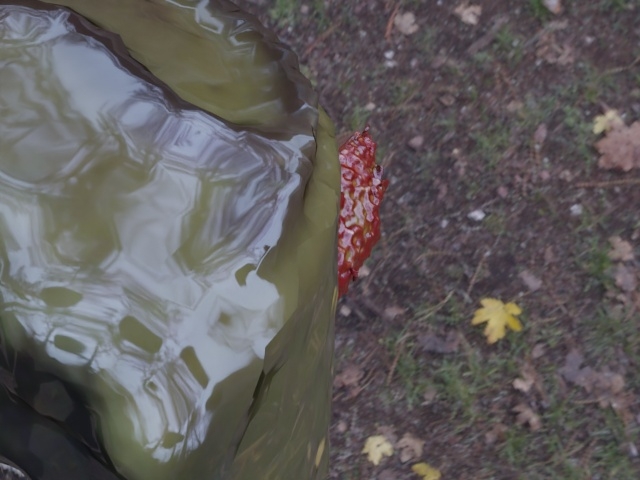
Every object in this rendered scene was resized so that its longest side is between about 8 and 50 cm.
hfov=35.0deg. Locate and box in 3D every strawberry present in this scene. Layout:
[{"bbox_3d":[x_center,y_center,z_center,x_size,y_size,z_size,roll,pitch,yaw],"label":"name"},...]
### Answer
[{"bbox_3d":[-0.003,0.003,0.976,0.098,0.174,0.228,38,51,-4],"label":"strawberry"}]

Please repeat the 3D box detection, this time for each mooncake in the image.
[{"bbox_3d":[-0.190,0.012,0.468,0.394,0.246,0.393,-13,46,-21],"label":"mooncake"}]
